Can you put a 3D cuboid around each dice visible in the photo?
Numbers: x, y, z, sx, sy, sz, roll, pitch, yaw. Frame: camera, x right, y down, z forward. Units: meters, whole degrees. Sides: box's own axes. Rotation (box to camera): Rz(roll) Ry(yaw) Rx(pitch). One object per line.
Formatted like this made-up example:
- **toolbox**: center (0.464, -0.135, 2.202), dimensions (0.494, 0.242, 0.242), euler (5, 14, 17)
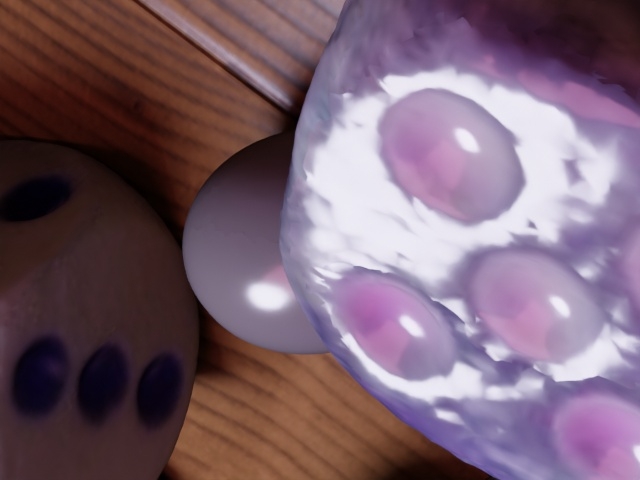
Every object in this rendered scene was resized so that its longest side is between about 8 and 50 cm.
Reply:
- **dice**: center (0.156, -0.049, 0.806), dimensions (0.271, 0.270, 0.270), euler (28, 139, 12)
- **dice**: center (-0.254, 0.090, 1.270), dimensions (0.243, 0.251, 0.259), euler (12, 134, 31)

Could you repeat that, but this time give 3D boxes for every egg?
- **egg**: center (0.000, 0.000, 1.069), dimensions (0.198, 0.146, 0.146), euler (-5, 125, 33)

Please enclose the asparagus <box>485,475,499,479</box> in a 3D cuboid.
- **asparagus**: center (0.198, 0.156, 1.172), dimensions (0.233, 0.023, 0.022), euler (-20, 70, 46)
